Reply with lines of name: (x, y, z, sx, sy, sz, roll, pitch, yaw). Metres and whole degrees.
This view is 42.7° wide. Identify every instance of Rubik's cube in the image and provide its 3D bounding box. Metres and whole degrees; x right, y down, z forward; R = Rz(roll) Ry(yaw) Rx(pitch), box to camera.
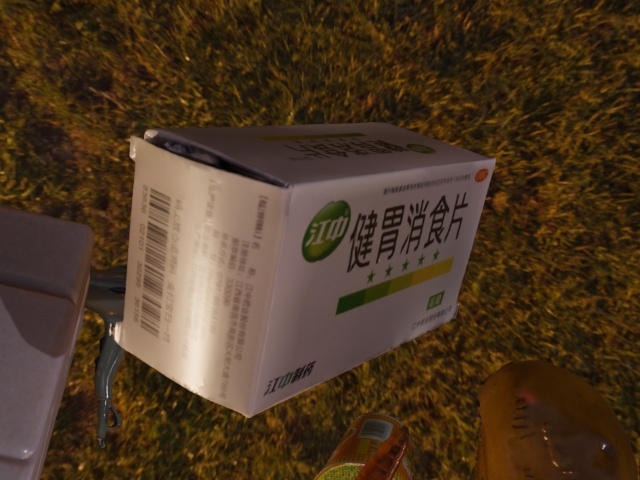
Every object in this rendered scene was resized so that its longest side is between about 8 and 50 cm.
Rubik's cube: (-0.417, 0.152, 0.789, 0.316, 0.322, 0.318, 14, 57, -12)

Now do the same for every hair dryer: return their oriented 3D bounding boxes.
hair dryer: (-0.271, 0.110, 0.924, 0.167, 0.067, 0.199, 28, 70, -14)

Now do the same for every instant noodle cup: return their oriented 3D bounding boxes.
instant noodle cup: (0.078, 0.372, 1.311, 0.169, 0.185, 0.168, 4, 109, 12)

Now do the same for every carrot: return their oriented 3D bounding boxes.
carrot: (0.046, 0.361, 1.057, 0.066, 0.062, 0.271, 18, 96, 34)

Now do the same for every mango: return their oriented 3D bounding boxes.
mango: (0.197, 0.215, 0.712, 0.151, 0.248, 0.156, -18, 125, 29)

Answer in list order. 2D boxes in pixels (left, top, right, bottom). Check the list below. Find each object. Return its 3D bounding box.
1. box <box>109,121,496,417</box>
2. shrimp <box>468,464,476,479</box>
box: (-0.002, 0.001, 0.683, 0.145, 0.333, 0.173, 21, 110, 32)
shrimp: (0.226, 0.301, 0.984, 0.054, 0.222, 0.290, 28, 77, 33)
